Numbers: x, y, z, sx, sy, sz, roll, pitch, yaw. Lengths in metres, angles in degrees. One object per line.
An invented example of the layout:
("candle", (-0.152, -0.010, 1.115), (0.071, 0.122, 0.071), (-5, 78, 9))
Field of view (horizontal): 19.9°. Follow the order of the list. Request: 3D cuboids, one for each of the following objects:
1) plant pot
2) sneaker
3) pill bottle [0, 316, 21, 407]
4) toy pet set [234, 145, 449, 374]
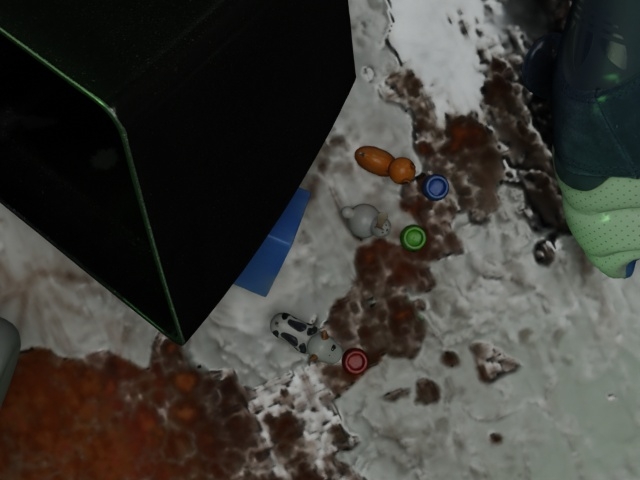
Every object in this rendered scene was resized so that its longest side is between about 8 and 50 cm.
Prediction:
("plant pot", (-0.085, -0.097, 0.896), (0.187, 0.188, 0.167), (37, 65, 27))
("sneaker", (0.261, -0.090, 0.984), (0.322, 0.130, 0.236), (-15, 122, -27))
("pill bottle", (-0.308, 0.068, 0.906), (0.283, 0.161, 0.161), (21, 89, -4))
("toy pet set", (0.000, 0.000, 0.976), (0.114, 0.065, 0.122), (24, 88, -4))
